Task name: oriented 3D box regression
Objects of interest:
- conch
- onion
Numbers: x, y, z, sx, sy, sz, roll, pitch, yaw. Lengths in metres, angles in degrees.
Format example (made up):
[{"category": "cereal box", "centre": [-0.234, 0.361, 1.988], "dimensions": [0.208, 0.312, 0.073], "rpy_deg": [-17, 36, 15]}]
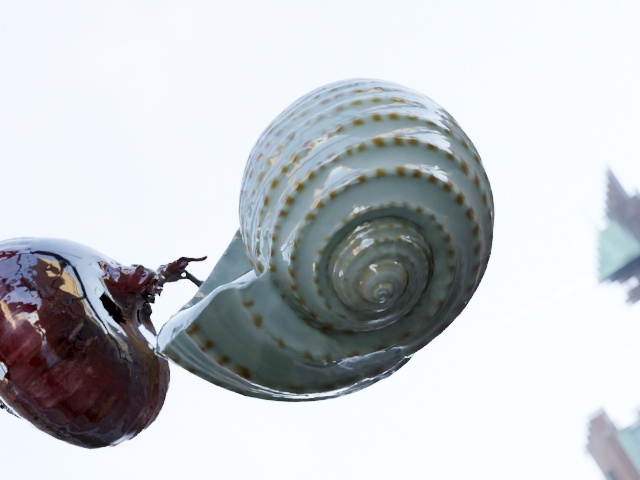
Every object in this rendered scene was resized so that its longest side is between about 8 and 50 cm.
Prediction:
[{"category": "conch", "centre": [0.013, 0.011, 1.551], "dimensions": [0.303, 0.215, 0.319], "rpy_deg": [-51, 2, 11]}, {"category": "onion", "centre": [-0.262, 0.091, 2.111], "dimensions": [0.285, 0.273, 0.273], "rpy_deg": [-39, -28, 8]}]
